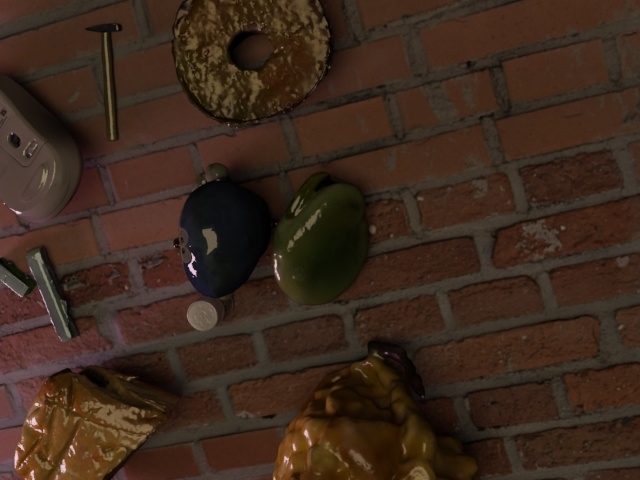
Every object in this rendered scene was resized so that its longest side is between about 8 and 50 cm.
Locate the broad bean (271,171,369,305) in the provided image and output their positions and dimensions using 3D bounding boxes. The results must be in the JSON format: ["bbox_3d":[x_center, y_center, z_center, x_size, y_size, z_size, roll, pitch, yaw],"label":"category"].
[{"bbox_3d":[0.000,0.000,1.573,0.169,0.100,0.228,-12,108,-20],"label":"broad bean"}]

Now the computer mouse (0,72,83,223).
[{"bbox_3d":[-0.520,-0.163,1.654,0.297,0.121,0.184,38,109,16],"label":"computer mouse"}]

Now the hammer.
[{"bbox_3d":[-0.367,-0.270,1.651,0.062,0.013,0.198,2,102,12],"label":"hammer"}]

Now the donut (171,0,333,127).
[{"bbox_3d":[-0.101,-0.311,1.545,0.272,0.107,0.272,3,101,16],"label":"donut"}]

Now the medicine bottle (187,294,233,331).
[{"bbox_3d":[-0.189,0.118,1.659,0.057,0.089,0.057,3,102,13],"label":"medicine bottle"}]

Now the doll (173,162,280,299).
[{"bbox_3d":[-0.157,-0.007,1.540,0.154,0.258,0.228,0,99,11],"label":"doll"}]

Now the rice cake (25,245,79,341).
[{"bbox_3d":[-0.482,0.097,1.746,0.042,0.030,0.180,-18,99,11],"label":"rice cake"}]

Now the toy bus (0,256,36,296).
[{"bbox_3d":[-0.560,0.066,1.752,0.083,0.037,0.031,38,106,2],"label":"toy bus"}]

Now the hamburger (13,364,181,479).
[{"bbox_3d":[-0.417,0.325,1.715,0.209,0.162,0.330,46,109,2],"label":"hamburger"}]

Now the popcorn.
[{"bbox_3d":[0.091,0.351,1.565,0.349,0.349,0.381,5,78,11],"label":"popcorn"}]
